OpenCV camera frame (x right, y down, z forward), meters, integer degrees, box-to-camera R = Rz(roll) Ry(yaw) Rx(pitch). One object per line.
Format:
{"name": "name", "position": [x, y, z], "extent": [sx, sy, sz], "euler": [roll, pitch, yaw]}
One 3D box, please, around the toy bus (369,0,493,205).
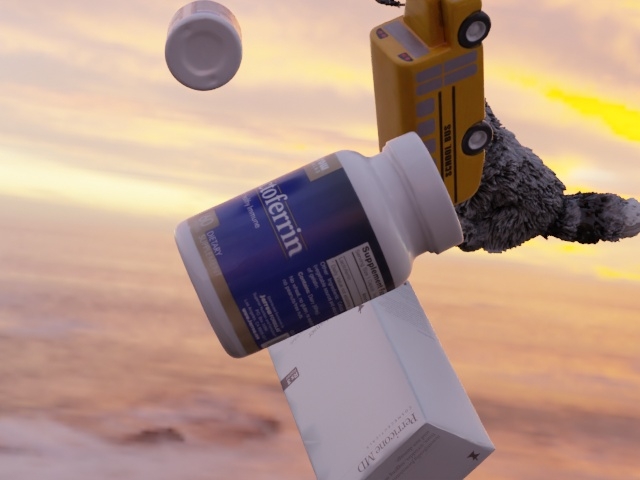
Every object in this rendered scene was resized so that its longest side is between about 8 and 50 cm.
{"name": "toy bus", "position": [0.143, -0.194, 1.889], "extent": [0.130, 0.332, 0.108], "euler": [-23, 46, -15]}

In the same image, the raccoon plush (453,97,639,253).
{"name": "raccoon plush", "position": [0.367, -0.161, 2.586], "extent": [0.447, 0.299, 0.216], "euler": [-5, 34, -9]}

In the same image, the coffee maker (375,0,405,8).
{"name": "coffee maker", "position": [0.119, -0.402, 2.026], "extent": [0.120, 0.171, 0.178], "euler": [23, 5, 20]}

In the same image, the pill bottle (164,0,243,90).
{"name": "pill bottle", "position": [-0.118, -0.202, 1.470], "extent": [0.078, 0.078, 0.137], "euler": [6, 17, -6]}

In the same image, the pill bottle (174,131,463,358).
{"name": "pill bottle", "position": [0.000, 0.000, 1.453], "extent": [0.265, 0.153, 0.153], "euler": [-25, 1, -2]}

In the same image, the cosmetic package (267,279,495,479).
{"name": "cosmetic package", "position": [0.077, 0.222, 2.150], "extent": [0.156, 0.217, 0.385], "euler": [28, 23, -35]}
